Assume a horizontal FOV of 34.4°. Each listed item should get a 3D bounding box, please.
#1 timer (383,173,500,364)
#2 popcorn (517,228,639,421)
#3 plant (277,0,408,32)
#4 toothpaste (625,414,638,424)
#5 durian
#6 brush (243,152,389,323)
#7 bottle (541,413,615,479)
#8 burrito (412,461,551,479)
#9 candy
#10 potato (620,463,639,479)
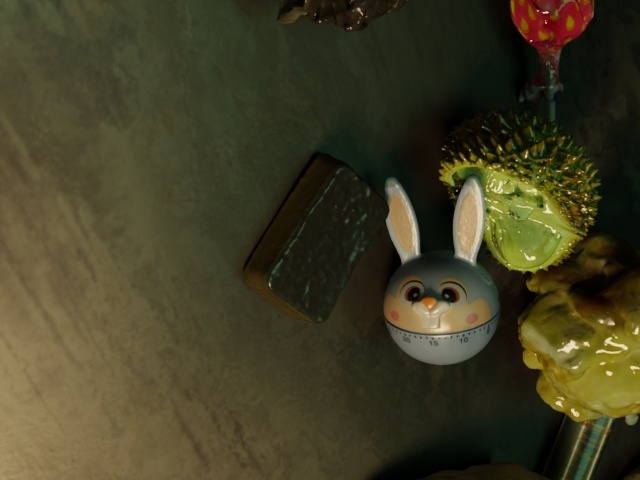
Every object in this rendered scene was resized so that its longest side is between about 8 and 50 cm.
[{"bbox_3d":[0.155,0.055,1.371,0.175,0.175,0.255,-39,138,-23],"label":"timer"},{"bbox_3d":[0.465,0.133,1.584,0.312,0.312,0.312,-12,110,-35],"label":"popcorn"},{"bbox_3d":[0.016,-0.314,1.196,0.203,0.142,0.131,-29,129,-39],"label":"plant"},{"bbox_3d":[0.516,0.222,1.801,0.067,0.037,0.255,-35,118,-25],"label":"toothpaste"},{"bbox_3d":[0.269,-0.080,1.409,0.237,0.200,0.176,43,38,-31],"label":"durian"},{"bbox_3d":[0.000,0.000,1.315,0.123,0.059,0.197,39,78,-40],"label":"brush"},{"bbox_3d":[0.433,0.354,1.740,0.082,0.082,0.286,23,89,-40],"label":"bottle"},{"bbox_3d":[0.208,0.416,1.502,0.332,0.135,0.190,-1,59,-37],"label":"burrito"},{"bbox_3d":[0.334,-0.225,1.491,0.124,0.124,0.365,-26,124,-30],"label":"candy"},{"bbox_3d":[0.662,0.476,1.897,0.307,0.173,0.210,-32,118,-24],"label":"potato"}]
